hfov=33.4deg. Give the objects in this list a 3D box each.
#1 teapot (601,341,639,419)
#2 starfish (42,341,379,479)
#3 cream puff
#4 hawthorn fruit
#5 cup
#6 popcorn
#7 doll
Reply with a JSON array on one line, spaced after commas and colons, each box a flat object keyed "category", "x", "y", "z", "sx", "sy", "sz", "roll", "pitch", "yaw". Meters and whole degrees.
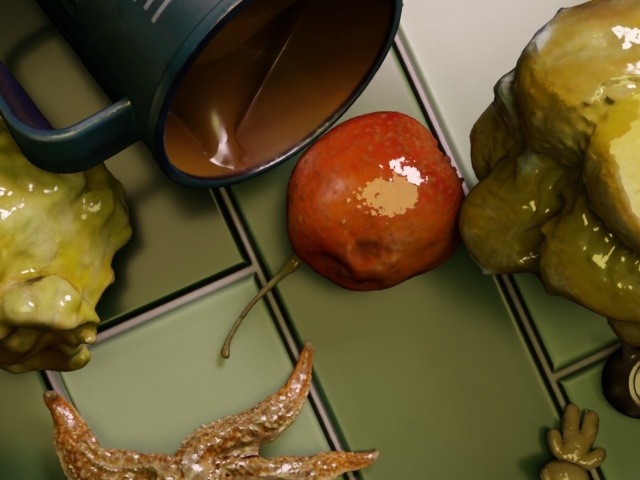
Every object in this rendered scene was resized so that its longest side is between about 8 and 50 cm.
[{"category": "teapot", "x": 0.326, "y": 0.144, "z": 1.042, "sx": 0.076, "sy": 0.068, "sz": 0.121, "roll": -36, "pitch": 90, "yaw": -7}, {"category": "starfish", "x": -0.077, "y": 0.245, "z": 0.982, "sx": 0.294, "sy": 0.084, "sz": 0.301, "roll": -15, "pitch": 76, "yaw": -9}, {"category": "cream puff", "x": 0.300, "y": -0.054, "z": 0.901, "sx": 0.378, "sy": 0.378, "sz": 0.275, "roll": -27, "pitch": 75, "yaw": -7}, {"category": "hawthorn fruit", "x": 0.000, "y": 0.000, "z": 0.998, "sx": 0.285, "sy": 0.165, "sz": 0.165, "roll": -32, "pitch": 90, "yaw": 9}, {"category": "cup", "x": -0.136, "y": -0.208, "z": 0.908, "sx": 0.308, "sy": 0.242, "sz": 0.292, "roll": -44, "pitch": 68, "yaw": 12}, {"category": "popcorn", "x": -0.295, "y": 0.011, "z": 0.901, "sx": 0.258, "sy": 0.224, "sz": 0.270, "roll": 19, "pitch": 43, "yaw": 0}, {"category": "doll", "x": 0.248, "y": 0.208, "z": 1.040, "sx": 0.062, "sy": 0.051, "sz": 0.093, "roll": 22, "pitch": 83, "yaw": 3}]
